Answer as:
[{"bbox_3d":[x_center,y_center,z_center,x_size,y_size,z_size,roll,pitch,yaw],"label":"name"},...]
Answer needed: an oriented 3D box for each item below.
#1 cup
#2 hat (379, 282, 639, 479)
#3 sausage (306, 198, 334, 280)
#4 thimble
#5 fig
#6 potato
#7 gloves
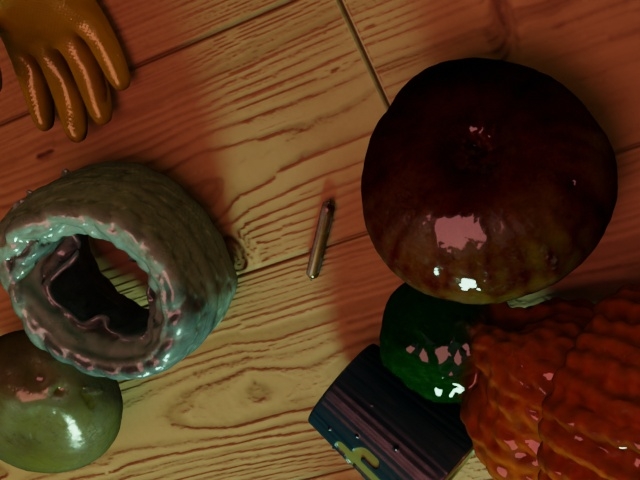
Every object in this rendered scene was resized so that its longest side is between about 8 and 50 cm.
[{"bbox_3d":[0.074,0.206,1.741,0.155,0.131,0.176,41,149,9],"label":"cup"},{"bbox_3d":[0.222,0.168,1.561,0.400,0.285,0.285,8,116,27],"label":"hat"},{"bbox_3d":[0.000,0.000,1.735,0.015,0.015,0.100,22,121,16],"label":"sausage"},{"bbox_3d":[-0.217,0.026,1.766,0.250,0.172,0.205,30,118,8],"label":"thimble"},{"bbox_3d":[0.153,-0.054,1.533,0.235,0.214,0.235,-6,79,34],"label":"fig"},{"bbox_3d":[-0.312,0.179,1.871,0.178,0.160,0.235,-1,158,-14],"label":"potato"},{"bbox_3d":[-0.300,-0.238,1.729,0.133,0.116,0.294,-8,116,36],"label":"gloves"}]
